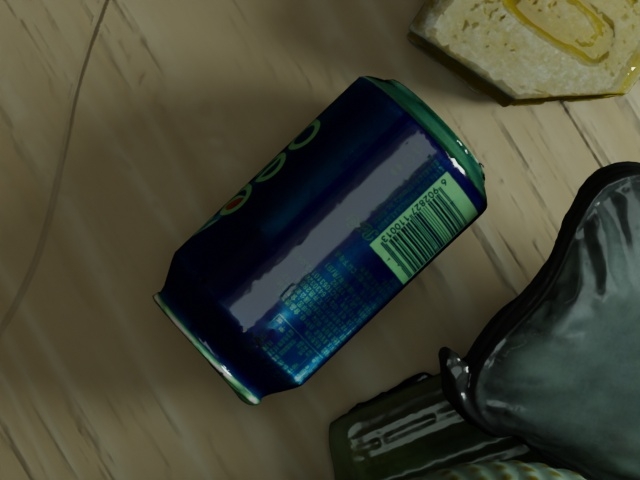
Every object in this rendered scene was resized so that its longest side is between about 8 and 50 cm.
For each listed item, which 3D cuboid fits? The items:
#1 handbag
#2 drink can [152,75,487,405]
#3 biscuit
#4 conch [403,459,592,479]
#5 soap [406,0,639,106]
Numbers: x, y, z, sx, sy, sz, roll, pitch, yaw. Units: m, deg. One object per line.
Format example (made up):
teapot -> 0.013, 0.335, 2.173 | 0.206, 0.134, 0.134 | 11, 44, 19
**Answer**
handbag -> 0.246, 0.096, 1.014 | 0.332, 0.075, 0.191 | 30, 100, -15
drink can -> 0.000, 0.000, 1.018 | 0.205, 0.118, 0.118 | -43, 90, -3
biscuit -> 0.160, 0.100, 1.060 | 0.322, 0.038, 0.099 | -20, 92, -2
conch -> 0.072, 0.273, 0.970 | 0.319, 0.215, 0.303 | 13, 78, 30
soap -> 0.175, -0.187, 1.047 | 0.140, 0.073, 0.232 | 35, 89, 4
